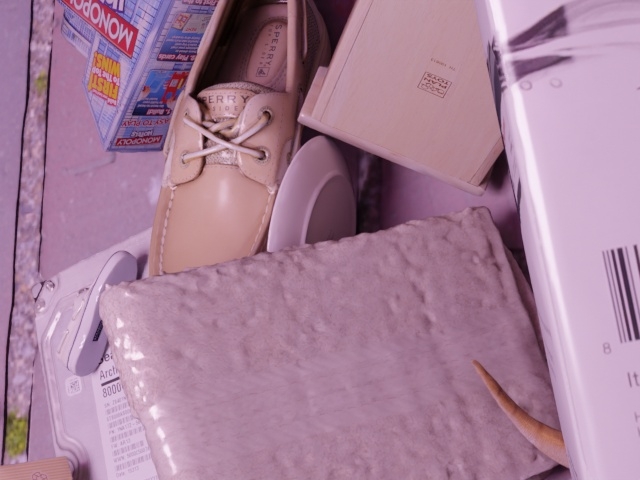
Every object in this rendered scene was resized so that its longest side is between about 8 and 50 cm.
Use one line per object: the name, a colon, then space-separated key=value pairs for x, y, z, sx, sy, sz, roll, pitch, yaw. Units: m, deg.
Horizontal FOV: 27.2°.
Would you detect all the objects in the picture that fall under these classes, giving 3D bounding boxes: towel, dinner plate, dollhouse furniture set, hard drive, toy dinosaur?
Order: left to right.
hard drive: x=-0.088 y=0.151 z=0.966 sx=0.237 sy=0.064 sz=0.339 roll=-23 pitch=67 yaw=27
dinner plate: x=0.000 y=0.000 z=0.897 sx=0.017 sy=0.141 sz=0.141 roll=9 pitch=84 yaw=21
towel: x=0.020 y=0.085 z=0.802 sx=0.187 sy=0.282 sz=0.049 roll=69 pitch=152 yaw=20
dollhouse furniture set: x=0.159 y=-0.202 z=0.878 sx=0.286 sy=0.198 sz=0.303 roll=22 pitch=63 yaw=-3
toy dinosaur: x=0.189 y=0.137 z=0.782 sx=0.211 sy=0.064 sz=0.112 roll=5 pitch=84 yaw=6

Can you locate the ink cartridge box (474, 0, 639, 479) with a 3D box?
ink cartridge box: x=0.228 y=-0.078 z=0.630 sx=0.285 sy=0.166 sz=0.395 roll=-11 pitch=92 yaw=6

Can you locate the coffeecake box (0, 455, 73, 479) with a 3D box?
coffeecake box: x=-0.230 y=0.266 z=0.981 sx=0.185 sy=0.068 sz=0.142 roll=-50 pitch=53 yaw=46

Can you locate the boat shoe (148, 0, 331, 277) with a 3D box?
boat shoe: x=-0.061 y=-0.070 z=0.913 sx=0.109 sy=0.098 sz=0.302 roll=4 pitch=58 yaw=16

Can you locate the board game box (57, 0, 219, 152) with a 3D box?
board game box: x=-0.152 y=-0.179 z=1.053 sx=0.194 sy=0.060 sz=0.194 roll=39 pitch=120 yaw=40

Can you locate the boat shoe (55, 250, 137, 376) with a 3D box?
boat shoe: x=-0.169 y=0.050 z=0.983 sx=0.035 sy=0.035 sz=0.100 roll=29 pitch=101 yaw=31
